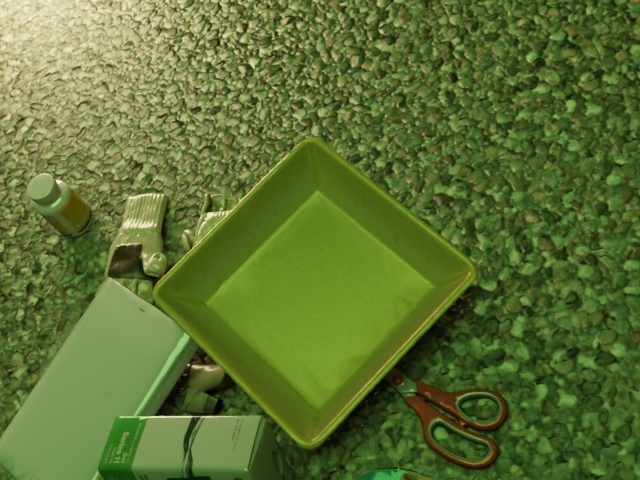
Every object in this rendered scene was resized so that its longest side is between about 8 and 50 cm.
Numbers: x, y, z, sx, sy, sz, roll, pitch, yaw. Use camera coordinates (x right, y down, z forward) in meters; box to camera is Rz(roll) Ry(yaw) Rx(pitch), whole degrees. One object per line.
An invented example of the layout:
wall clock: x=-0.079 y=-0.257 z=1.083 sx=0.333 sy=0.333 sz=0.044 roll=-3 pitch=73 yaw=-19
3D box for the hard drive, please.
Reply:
hard drive: x=-0.323 y=0.225 z=1.388 sx=0.203 sy=0.040 sz=0.308 roll=27 pitch=81 yaw=37

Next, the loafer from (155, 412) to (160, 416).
loafer: x=-0.233 y=0.258 z=1.376 sx=0.039 sy=0.045 sz=0.125 roll=-44 pitch=56 yaw=-16

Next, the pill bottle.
pill bottle: x=-0.422 y=-0.058 z=1.562 sx=0.065 sy=0.116 sz=0.065 roll=-7 pitch=61 yaw=14

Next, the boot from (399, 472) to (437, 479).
boot: x=0.152 y=0.377 z=1.047 sx=0.262 sy=0.095 sz=0.204 roll=11 pitch=87 yaw=60

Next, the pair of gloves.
pair of gloves: x=-0.222 y=0.013 z=1.503 sx=0.240 sy=0.042 sz=0.204 roll=3 pitch=64 yaw=19

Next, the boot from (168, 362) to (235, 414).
boot: x=-0.167 y=0.193 z=1.389 sx=0.087 sy=0.042 sz=0.118 roll=18 pitch=69 yaw=28

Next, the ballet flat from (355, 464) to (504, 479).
ballet flat: x=0.159 y=0.330 z=1.186 sx=0.240 sy=0.077 sz=0.091 roll=4 pitch=66 yaw=23

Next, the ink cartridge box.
ink cartridge box: x=-0.156 y=0.302 z=1.252 sx=0.208 sy=0.153 sz=0.087 roll=-4 pitch=43 yaw=17

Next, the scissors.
scissors: x=0.112 y=0.206 z=1.301 sx=0.297 sy=0.021 sz=0.109 roll=22 pitch=71 yaw=26

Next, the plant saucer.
plant saucer: x=-0.007 y=0.071 z=1.345 sx=0.333 sy=0.081 sz=0.333 roll=-45 pitch=66 yaw=-10
